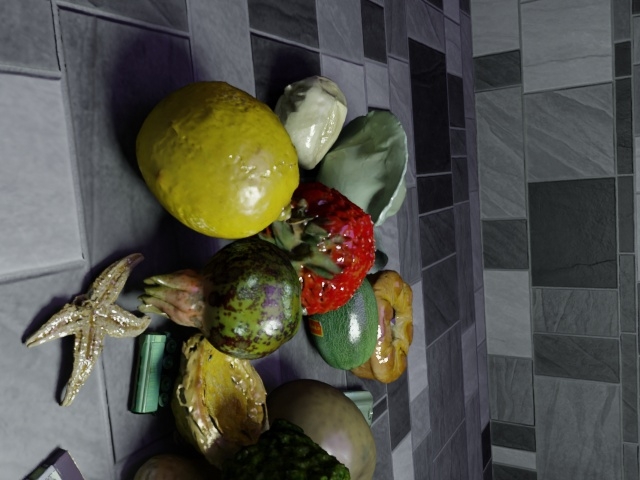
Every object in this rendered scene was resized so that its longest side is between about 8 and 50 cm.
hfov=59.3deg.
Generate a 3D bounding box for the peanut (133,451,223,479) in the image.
[{"bbox_3d":[-0.228,0.441,1.022,0.263,0.101,0.117,25,37,-59],"label":"peanut"}]

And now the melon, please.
[{"bbox_3d":[0.057,0.185,1.430,0.182,0.182,0.288,-14,102,-58],"label":"melon"}]

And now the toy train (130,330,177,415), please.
[{"bbox_3d":[-0.293,0.233,0.986,0.071,0.038,0.148,16,77,-55],"label":"toy train"}]

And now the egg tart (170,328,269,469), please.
[{"bbox_3d":[-0.200,0.300,1.046,0.291,0.107,0.291,58,18,-31],"label":"egg tart"}]

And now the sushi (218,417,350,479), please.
[{"bbox_3d":[-0.097,0.512,0.937,0.294,0.178,0.352,-13,119,-54],"label":"sushi"}]

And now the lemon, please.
[{"bbox_3d":[-0.174,-0.138,0.967,0.260,0.260,0.284,-21,82,-57],"label":"lemon"}]

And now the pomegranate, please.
[{"bbox_3d":[-0.161,0.116,0.980,0.276,0.222,0.204,-23,95,-26],"label":"pomegranate"}]

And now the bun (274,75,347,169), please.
[{"bbox_3d":[-0.033,-0.289,1.341,0.229,0.145,0.229,-61,172,-15],"label":"bun"}]

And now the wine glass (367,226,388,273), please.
[{"bbox_3d":[0.107,-0.019,1.496,0.103,0.103,0.222,47,15,-48],"label":"wine glass"}]

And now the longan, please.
[{"bbox_3d":[-0.018,0.466,1.224,0.288,0.288,0.350,-52,139,-46],"label":"longan"}]

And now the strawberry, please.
[{"bbox_3d":[0.000,0.000,1.241,0.351,0.267,0.312,-3,60,-57],"label":"strawberry"}]

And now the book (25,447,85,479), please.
[{"bbox_3d":[-0.416,0.435,0.787,0.231,0.026,0.158,-45,127,-50],"label":"book"}]

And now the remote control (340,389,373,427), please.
[{"bbox_3d":[0.057,0.478,1.535,0.335,0.065,0.128,20,74,-57],"label":"remote control"}]

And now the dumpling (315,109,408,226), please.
[{"bbox_3d":[0.117,-0.175,1.440,0.270,0.320,0.212,-56,149,-6],"label":"dumpling"}]

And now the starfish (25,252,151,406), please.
[{"bbox_3d":[-0.342,0.130,0.897,0.247,0.050,0.138,-49,131,-44],"label":"starfish"}]

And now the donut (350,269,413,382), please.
[{"bbox_3d":[0.170,0.243,1.628,0.299,0.150,0.317,62,38,-46],"label":"donut"}]
